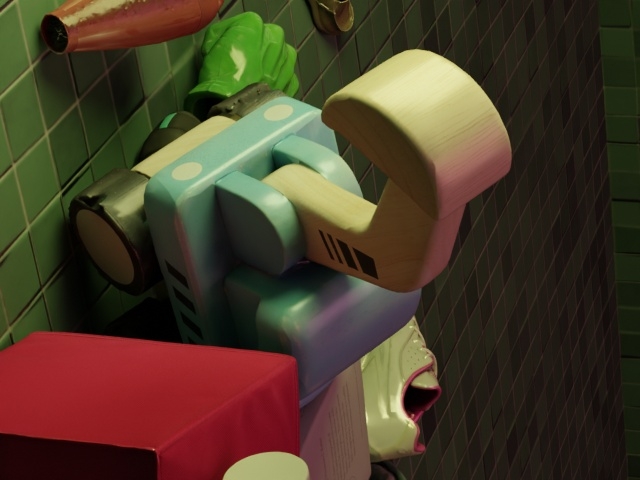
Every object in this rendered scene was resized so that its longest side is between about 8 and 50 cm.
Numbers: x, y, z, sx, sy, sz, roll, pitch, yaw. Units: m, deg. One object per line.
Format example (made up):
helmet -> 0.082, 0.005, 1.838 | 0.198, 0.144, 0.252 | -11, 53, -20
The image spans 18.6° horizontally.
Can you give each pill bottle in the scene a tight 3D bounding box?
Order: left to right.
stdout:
pill bottle -> -0.032, 0.233, 1.473 | 0.078, 0.078, 0.137 | -55, 143, -54

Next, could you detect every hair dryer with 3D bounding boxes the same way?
hair dryer -> -0.172, -0.277, 1.739 | 0.224, 0.080, 0.293 | 33, 59, -27

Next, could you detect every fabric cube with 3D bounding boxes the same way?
fabric cube -> -0.178, 0.234, 1.552 | 0.258, 0.254, 0.259 | -32, 124, -66

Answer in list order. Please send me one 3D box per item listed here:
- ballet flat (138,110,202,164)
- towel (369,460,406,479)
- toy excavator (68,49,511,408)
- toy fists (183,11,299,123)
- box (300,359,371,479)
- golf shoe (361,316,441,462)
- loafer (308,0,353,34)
ballet flat -> -0.104, -0.017, 1.945 | 0.096, 0.095, 0.280 | -85, 165, -46
towel -> 0.098, 0.500, 2.426 | 0.374, 0.090, 0.320 | -101, -175, -58
toy excavator -> 0.000, 0.000, 1.651 | 0.222, 0.445, 0.433 | -35, 130, -30
toy fists -> -0.069, -0.107, 2.018 | 0.279, 0.096, 0.142 | 75, 33, -43
box -> -0.086, 0.264, 1.886 | 0.345, 0.168, 0.215 | -63, 156, -44
golf shoe -> 0.095, 0.149, 2.436 | 0.115, 0.140, 0.306 | 65, 34, -50
loafer -> 0.015, -0.284, 2.267 | 0.148, 0.050, 0.056 | 51, 47, -61
